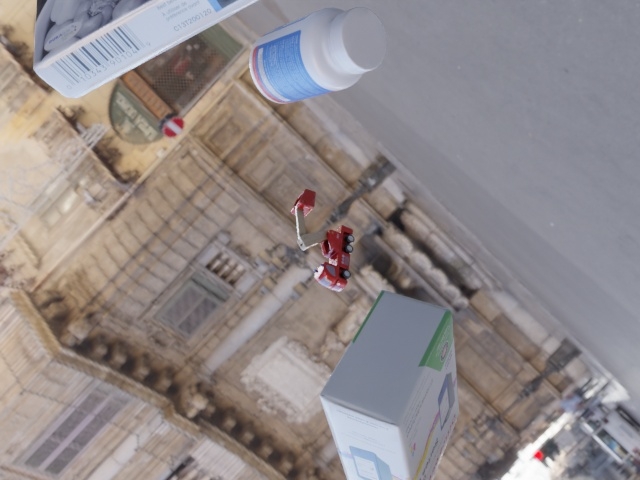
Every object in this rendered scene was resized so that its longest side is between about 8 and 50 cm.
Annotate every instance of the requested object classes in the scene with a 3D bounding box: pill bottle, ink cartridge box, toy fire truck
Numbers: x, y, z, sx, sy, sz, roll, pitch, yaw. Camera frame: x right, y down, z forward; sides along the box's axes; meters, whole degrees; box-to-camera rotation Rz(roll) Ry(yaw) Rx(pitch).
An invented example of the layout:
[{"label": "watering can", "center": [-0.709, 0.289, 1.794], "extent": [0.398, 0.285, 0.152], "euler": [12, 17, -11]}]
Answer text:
[{"label": "pill bottle", "center": [-0.005, -0.292, 1.018], "extent": [0.124, 0.124, 0.221], "euler": [42, 157, -31]}, {"label": "ink cartridge box", "center": [-0.115, -0.229, 0.473], "extent": [0.045, 0.206, 0.208], "euler": [46, -155, -54]}, {"label": "ink cartridge box", "center": [0.089, 0.189, 0.734], "extent": [0.093, 0.154, 0.212], "euler": [15, 139, 26]}, {"label": "toy fire truck", "center": [0.000, 0.000, 1.329], "extent": [0.135, 0.047, 0.192], "euler": [22, -126, -20]}]
